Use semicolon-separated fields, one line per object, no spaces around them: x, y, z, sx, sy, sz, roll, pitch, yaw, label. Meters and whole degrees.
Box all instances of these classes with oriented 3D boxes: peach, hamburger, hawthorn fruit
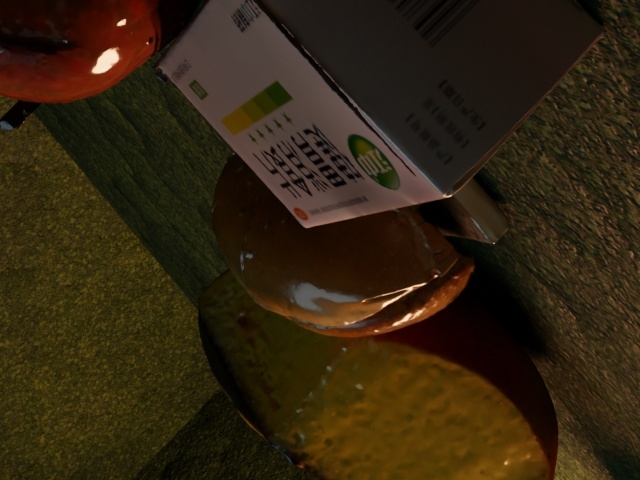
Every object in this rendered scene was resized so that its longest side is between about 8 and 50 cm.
0.063;0.132;1.382;0.380;0.242;0.306;33;-168;-11;peach
0.000;0.000;1.163;0.283;0.156;0.144;34;165;49;hamburger
-0.212;-0.228;0.984;0.276;0.276;0.307;45;172;-4;hawthorn fruit

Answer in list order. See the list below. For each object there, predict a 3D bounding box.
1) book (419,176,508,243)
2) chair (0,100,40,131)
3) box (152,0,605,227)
0.007;-0.107;1.231;0.264;0.031;0.379;47;168;-14;book
-0.225;-0.256;1.310;0.175;0.183;0.326;46;-147;-10;chair
0.016;-0.120;0.865;0.173;0.145;0.333;48;168;-8;box
